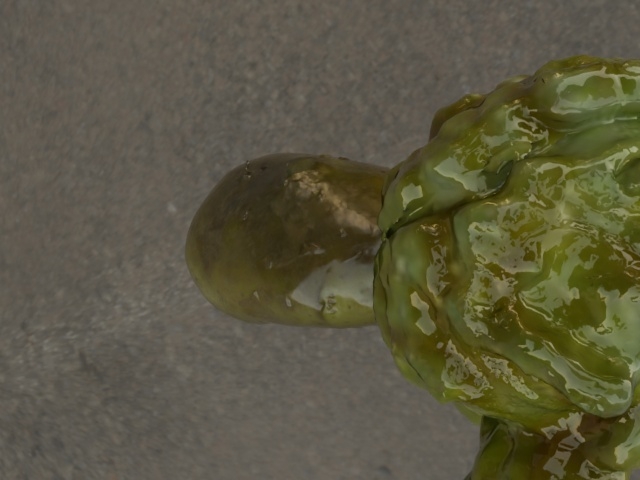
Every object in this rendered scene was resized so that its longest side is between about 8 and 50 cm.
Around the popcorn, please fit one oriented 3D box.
[{"bbox_3d":[0.174,0.020,0.732,0.335,0.274,0.279,-39,107,-7],"label":"popcorn"}]

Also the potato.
[{"bbox_3d":[0.000,0.000,0.966,0.191,0.296,0.141,-59,144,-29],"label":"potato"}]
